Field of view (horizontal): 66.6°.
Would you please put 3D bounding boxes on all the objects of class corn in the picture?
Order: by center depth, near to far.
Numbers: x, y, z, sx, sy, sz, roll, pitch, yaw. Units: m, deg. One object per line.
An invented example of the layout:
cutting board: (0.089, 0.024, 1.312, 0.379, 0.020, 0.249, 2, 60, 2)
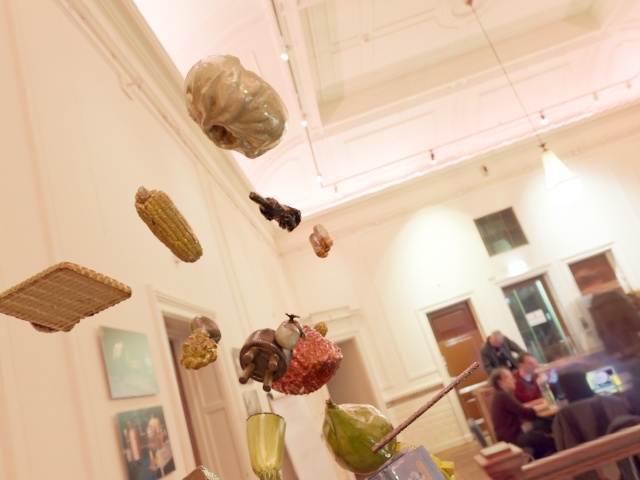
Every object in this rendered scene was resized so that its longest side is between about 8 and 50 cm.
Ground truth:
corn: (-0.536, -0.052, 1.734, 0.130, 0.130, 0.347, -22, -52, 10)
corn: (-0.037, 0.423, 2.030, 0.068, 0.068, 0.207, 8, -61, -57)

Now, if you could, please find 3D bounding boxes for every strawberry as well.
strawberry: (-0.077, 0.445, 1.750, 0.291, 0.293, 0.343, -15, 2, -14)

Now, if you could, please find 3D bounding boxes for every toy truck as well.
toy truck: (0.170, 0.666, 1.266, 0.175, 0.146, 0.367, -5, -40, -48)

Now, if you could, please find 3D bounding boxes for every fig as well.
fig: (0.105, 0.613, 1.615, 0.233, 0.314, 0.233, -34, 5, 3)

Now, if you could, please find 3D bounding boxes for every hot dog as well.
hot dog: (0.000, 0.000, 1.464, 0.045, 0.071, 0.165, 14, 17, -15)

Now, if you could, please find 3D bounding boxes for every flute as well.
flute: (0.204, 0.318, 0.935, 0.269, 0.014, 0.014, -36, -14, -10)

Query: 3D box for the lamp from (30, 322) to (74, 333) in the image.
lamp: (-0.819, 0.226, 1.521, 0.156, 0.134, 0.157, -55, -6, 15)

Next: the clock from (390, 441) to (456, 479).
clock: (0.338, 0.825, 1.717, 0.293, 0.277, 0.071, 1, 37, 33)

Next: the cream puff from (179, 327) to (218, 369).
cream puff: (-0.437, 0.384, 1.740, 0.146, 0.117, 0.146, -8, 12, 2)

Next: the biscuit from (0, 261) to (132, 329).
biscuit: (-0.539, 0.119, 1.017, 0.254, 0.029, 0.172, -24, -36, 23)

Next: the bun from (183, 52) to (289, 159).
bun: (-0.271, -0.391, 1.511, 0.220, 0.364, 0.365, -61, -12, -11)

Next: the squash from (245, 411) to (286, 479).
squash: (-0.161, 0.603, 1.418, 0.137, 0.138, 0.287, -19, 13, -1)

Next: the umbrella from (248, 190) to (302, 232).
umbrella: (-0.180, -0.124, 1.946, 0.117, 0.118, 0.340, -24, -25, 17)

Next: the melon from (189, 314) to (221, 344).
melon: (-0.506, 0.404, 2.166, 0.114, 0.167, 0.114, -45, -1, -1)

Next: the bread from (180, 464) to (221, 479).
bread: (-0.526, 0.955, 1.658, 0.416, 0.113, 0.165, -36, -46, -17)

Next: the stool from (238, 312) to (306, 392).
stool: (-0.117, 0.269, 1.175, 0.217, 0.125, 0.121, -44, 6, 18)
